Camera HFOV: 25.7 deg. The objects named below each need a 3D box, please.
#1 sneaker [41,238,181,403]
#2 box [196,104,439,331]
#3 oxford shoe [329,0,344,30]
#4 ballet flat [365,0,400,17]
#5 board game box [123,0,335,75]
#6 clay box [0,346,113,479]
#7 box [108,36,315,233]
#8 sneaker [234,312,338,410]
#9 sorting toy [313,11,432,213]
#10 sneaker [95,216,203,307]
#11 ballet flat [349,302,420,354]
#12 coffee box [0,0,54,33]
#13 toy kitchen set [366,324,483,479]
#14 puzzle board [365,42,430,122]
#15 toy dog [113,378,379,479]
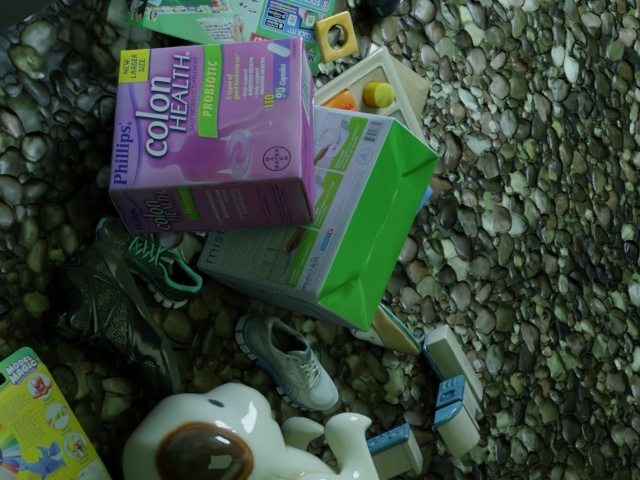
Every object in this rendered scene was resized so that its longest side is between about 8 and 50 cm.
[{"bbox_3d":[-0.270,0.124,1.770,0.130,0.087,0.227,-33,99,-36],"label":"sneaker"},{"bbox_3d":[-0.007,-0.039,1.869,0.127,0.231,0.262,34,74,-46],"label":"box"},{"bbox_3d":[0.017,-0.426,2.093,0.083,0.096,0.227,8,78,-39],"label":"oxford shoe"},{"bbox_3d":[0.122,-0.423,2.198,0.074,0.074,0.203,43,52,-24],"label":"ballet flat"},{"bbox_3d":[-0.106,-0.366,1.947,0.317,0.046,0.213,10,100,-42],"label":"board game box"},{"bbox_3d":[-0.352,0.252,1.699,0.127,0.053,0.222,-36,103,-37],"label":"clay box"},{"bbox_3d":[-0.133,-0.133,1.791,0.117,0.243,0.213,73,15,-61],"label":"box"},{"bbox_3d":[-0.033,0.171,1.947,0.190,0.083,0.071,44,56,-25],"label":"sneaker"},{"bbox_3d":[0.071,-0.166,2.067,0.196,0.047,0.348,-38,116,-27],"label":"sorting toy"},{"bbox_3d":[-0.218,0.022,1.833,0.166,0.076,0.065,40,59,-25],"label":"sneaker"},{"bbox_3d":[0.053,0.097,2.048,0.073,0.080,0.232,-41,106,-6],"label":"ballet flat"},{"bbox_3d":[-0.480,-0.426,1.545,0.337,0.338,0.334,11,74,-37],"label":"coffee box"},{"bbox_3d":[0.138,0.244,2.082,0.122,0.166,0.207,60,16,-13],"label":"toy kitchen set"},{"bbox_3d":[0.111,-0.235,2.183,0.128,0.011,0.096,31,65,-29],"label":"puzzle board"},{"bbox_3d":[-0.089,0.365,1.775,0.395,0.284,0.408,-37,105,-18],"label":"toy dog"}]
